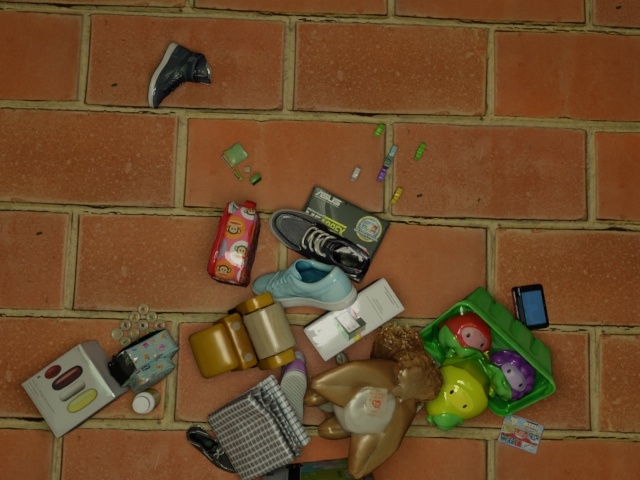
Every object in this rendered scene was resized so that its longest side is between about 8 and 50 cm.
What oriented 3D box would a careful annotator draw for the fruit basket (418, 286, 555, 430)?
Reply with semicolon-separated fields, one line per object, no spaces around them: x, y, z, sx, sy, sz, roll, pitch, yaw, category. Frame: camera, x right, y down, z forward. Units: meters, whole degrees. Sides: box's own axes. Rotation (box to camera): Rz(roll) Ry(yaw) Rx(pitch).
0.450;0.372;1.755;0.393;0.283;0.391;18;48;-21;fruit basket

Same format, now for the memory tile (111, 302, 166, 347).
-0.568;0.278;1.893;0.148;0.012;0.113;-44;87;-5;memory tile

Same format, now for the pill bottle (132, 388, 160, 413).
-0.524;0.484;1.821;0.065;0.116;0.065;0;84;-2;pill bottle

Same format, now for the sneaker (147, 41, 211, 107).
-0.443;-0.507;1.937;0.164;0.086;0.226;23;83;3;sneaker

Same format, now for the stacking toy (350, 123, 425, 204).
0.216;-0.249;1.952;0.167;0.052;0.221;28;82;-1;stacking toy

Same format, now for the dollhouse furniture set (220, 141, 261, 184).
-0.251;-0.243;1.930;0.076;0.058;0.151;-37;87;-5;dollhouse furniture set

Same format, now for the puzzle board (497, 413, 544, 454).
0.628;0.603;1.896;0.128;0.011;0.096;19;84;0;puzzle board

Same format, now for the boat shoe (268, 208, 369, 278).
0.000;0.000;1.803;0.341;0.158;0.127;26;85;1;boat shoe

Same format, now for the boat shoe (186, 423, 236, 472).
-0.323;0.639;1.837;0.206;0.065;0.075;38;84;2;boat shoe

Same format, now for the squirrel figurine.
0.147;0.417;1.725;0.397;0.370;0.280;-31;89;-9;squirrel figurine

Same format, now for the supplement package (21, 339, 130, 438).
-0.721;0.436;1.804;0.203;0.149;0.194;-36;86;-4;supplement package

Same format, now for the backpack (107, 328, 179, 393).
-0.510;0.354;1.802;0.144;0.166;0.188;48;51;4;backpack

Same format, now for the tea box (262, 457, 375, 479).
-0.003;0.766;1.702;0.324;0.329;0.219;-4;84;-3;tea box

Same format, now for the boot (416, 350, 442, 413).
0.272;0.416;1.870;0.165;0.077;0.213;30;77;1;boot

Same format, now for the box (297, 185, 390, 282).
0.053;-0.018;1.915;0.270;0.060;0.216;27;85;1;box

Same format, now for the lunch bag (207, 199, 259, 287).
-0.241;0.002;1.790;0.120;0.293;0.257;14;80;-2;lunch bag

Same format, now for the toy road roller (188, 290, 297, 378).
-0.234;0.292;1.747;0.241;0.329;0.202;-20;85;-26;toy road roller

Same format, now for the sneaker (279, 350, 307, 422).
-0.093;0.464;1.848;0.102;0.161;0.281;15;116;-9;sneaker

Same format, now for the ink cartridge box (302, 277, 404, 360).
0.094;0.235;1.820;0.278;0.201;0.117;-32;86;-4;ink cartridge box

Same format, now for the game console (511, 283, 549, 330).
0.658;0.212;1.901;0.085;0.124;0.143;-11;84;24;game console

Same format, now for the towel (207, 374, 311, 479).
-0.187;0.553;1.751;0.284;0.121;0.234;-39;78;39;towel

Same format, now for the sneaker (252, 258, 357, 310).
-0.066;0.107;1.784;0.366;0.135;0.150;-1;127;33;sneaker
